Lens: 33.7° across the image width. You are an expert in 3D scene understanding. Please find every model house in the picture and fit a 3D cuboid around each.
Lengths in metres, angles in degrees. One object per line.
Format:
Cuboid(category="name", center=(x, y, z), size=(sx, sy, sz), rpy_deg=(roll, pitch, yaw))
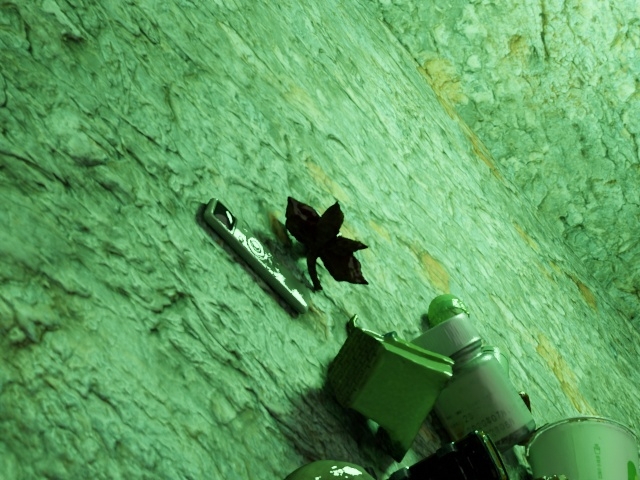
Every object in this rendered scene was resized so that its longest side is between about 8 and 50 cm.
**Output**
Cuboid(category="model house", center=(0.109, 0.248, 1.841), size=(0.189, 0.195, 0.214), rpy_deg=(32, 8, 5))

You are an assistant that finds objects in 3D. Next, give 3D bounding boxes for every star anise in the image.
Cuboid(category="star anise", center=(0.002, -0.006, 1.988), size=(0.212, 0.111, 0.196), rpy_deg=(50, -20, 44))

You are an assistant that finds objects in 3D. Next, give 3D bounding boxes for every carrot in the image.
Cuboid(category="carrot", center=(0.432, 0.376, 2.269), size=(0.209, 0.061, 0.061), rpy_deg=(73, 0, -55))

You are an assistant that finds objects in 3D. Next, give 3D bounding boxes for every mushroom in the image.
Cuboid(category="mushroom", center=(-0.006, 0.369, 1.503), size=(0.247, 0.096, 0.108), rpy_deg=(5, 55, -56))

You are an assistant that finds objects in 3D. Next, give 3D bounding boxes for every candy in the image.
Cuboid(category="candy", center=(0.320, 0.247, 2.267), size=(0.335, 0.092, 0.093), rpy_deg=(65, 2, 41))

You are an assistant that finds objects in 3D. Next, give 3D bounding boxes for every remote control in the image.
Cuboid(category="remote control", center=(-0.106, 0.026, 1.846), size=(0.261, 0.029, 0.067), rpy_deg=(46, 25, -20))

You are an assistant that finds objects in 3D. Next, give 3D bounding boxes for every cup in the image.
Cuboid(category="cup", center=(0.563, 0.545, 2.216), size=(0.253, 0.253, 0.274), rpy_deg=(42, 34, -29))

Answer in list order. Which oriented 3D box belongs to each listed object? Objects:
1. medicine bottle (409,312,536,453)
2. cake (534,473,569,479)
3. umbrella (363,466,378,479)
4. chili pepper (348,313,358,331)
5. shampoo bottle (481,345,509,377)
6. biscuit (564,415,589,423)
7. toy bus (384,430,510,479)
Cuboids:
Cuboid(category="medicine bottle", center=(0.291, 0.295, 2.092), size=(0.273, 0.165, 0.165), rpy_deg=(58, 23, 11))
Cuboid(category="cake", center=(0.330, 0.550, 1.722), size=(0.282, 0.256, 0.290), rpy_deg=(60, 19, 15))
Cuboid(category="umbrella", center=(0.104, 0.464, 1.640), size=(0.066, 0.059, 0.235), rpy_deg=(62, 4, -62))
Cuboid(category="chili pepper", center=(0.069, 0.175, 2.004), size=(0.030, 0.017, 0.083), rpy_deg=(26, 40, -50))
Cuboid(category="shampoo bottle", center=(0.369, 0.332, 2.289), size=(0.085, 0.085, 0.262), rpy_deg=(48, 24, -17))
Cuboid(category="biscuit", center=(0.687, 0.604, 2.565), size=(0.359, 0.074, 0.381), rpy_deg=(36, 27, -41))
Cuboid(category="toy bus", center=(0.213, 0.398, 1.751), size=(0.114, 0.201, 0.098), rpy_deg=(15, 45, -60))
